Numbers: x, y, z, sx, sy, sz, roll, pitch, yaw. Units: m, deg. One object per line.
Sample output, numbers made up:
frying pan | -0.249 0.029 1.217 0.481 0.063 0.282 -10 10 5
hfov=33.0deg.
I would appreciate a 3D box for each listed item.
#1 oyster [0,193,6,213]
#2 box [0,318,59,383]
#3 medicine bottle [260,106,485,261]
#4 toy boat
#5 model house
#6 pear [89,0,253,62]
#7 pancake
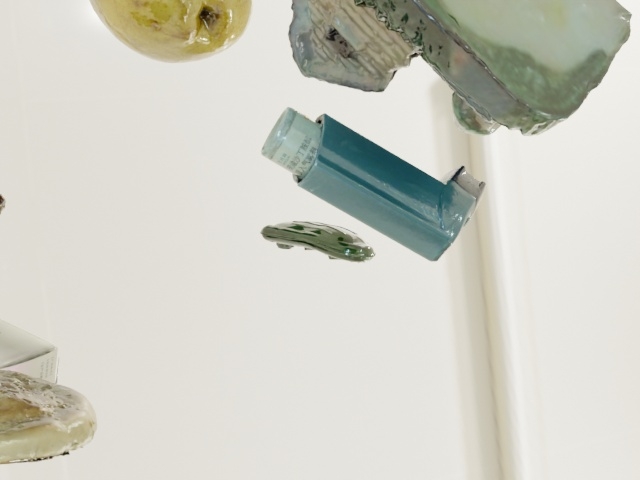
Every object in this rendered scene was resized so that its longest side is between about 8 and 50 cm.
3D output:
oyster | -0.392 -0.050 1.164 0.051 0.103 0.148 38 -20 41
box | -0.607 0.216 1.809 0.333 0.145 0.173 20 -71 28
medicine bottle | 0.062 -0.068 1.204 0.079 0.258 0.124 -52 -165 41
toy boat | 0.000 0.000 1.609 0.210 0.104 0.052 13 -84 49
model house | 0.128 -0.233 1.171 0.298 0.243 0.284 42 -28 -10
pear | -0.266 -0.460 1.869 0.314 0.314 0.314 27 -60 60
pancake | -0.488 0.227 1.452 0.387 0.387 0.082 15 -81 63
